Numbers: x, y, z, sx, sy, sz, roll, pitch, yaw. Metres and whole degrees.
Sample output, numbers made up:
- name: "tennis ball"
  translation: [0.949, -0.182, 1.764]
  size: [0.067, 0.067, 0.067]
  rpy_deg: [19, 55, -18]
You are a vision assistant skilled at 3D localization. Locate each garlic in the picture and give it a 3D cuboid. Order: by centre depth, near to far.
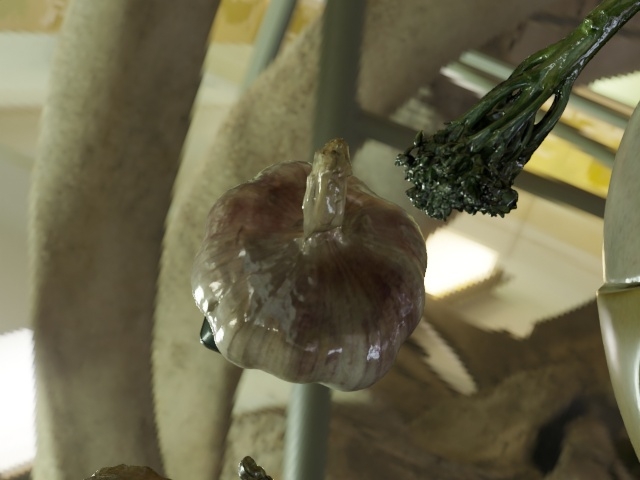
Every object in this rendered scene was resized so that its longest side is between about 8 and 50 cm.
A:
- name: "garlic"
  translation: [0.000, 0.000, 1.394]
  size: [0.245, 0.253, 0.245]
  rpy_deg: [7, -129, -9]

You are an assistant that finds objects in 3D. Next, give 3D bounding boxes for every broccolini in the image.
- name: "broccolini"
  translation: [0.111, -0.091, 0.540]
  size: [0.042, 0.218, 0.044]
  rpy_deg: [42, -178, 25]

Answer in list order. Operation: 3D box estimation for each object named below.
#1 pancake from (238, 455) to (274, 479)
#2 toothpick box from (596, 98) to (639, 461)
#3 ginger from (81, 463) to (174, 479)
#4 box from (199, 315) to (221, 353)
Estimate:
- name: "pancake"
  translation: [0.013, 0.252, 1.191]
  size: [0.190, 0.020, 0.184]
  rpy_deg: [7, 139, 53]
- name: "toothpick box"
  translation: [0.390, 0.052, 0.954]
  size: [0.409, 0.409, 0.425]
  rpy_deg: [16, -128, -19]
- name: "ginger"
  translation: [-0.141, 0.292, 1.111]
  size: [0.276, 0.130, 0.221]
  rpy_deg: [-3, -135, 25]
- name: "box"
  translation: [-0.074, 0.102, 1.679]
  size: [0.126, 0.031, 0.091]
  rpy_deg: [24, -126, -12]
